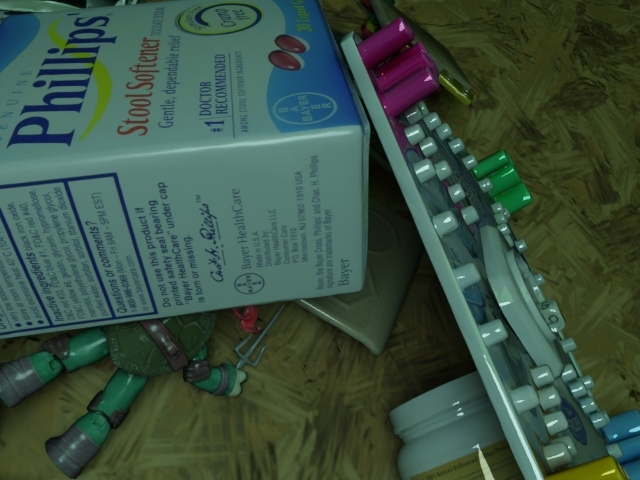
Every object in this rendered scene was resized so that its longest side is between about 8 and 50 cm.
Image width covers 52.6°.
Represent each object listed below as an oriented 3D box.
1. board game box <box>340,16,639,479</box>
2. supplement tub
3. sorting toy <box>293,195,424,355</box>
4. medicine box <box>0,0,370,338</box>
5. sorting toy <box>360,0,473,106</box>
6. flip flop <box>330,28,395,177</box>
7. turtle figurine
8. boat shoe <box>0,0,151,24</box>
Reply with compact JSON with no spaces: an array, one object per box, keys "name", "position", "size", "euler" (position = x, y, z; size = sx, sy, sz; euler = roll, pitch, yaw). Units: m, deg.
[{"name":"board game box","position":[0.181,0.045,0.550],"size":[0.390,0.050,0.390],"euler":[19,47,-60]},{"name":"supplement tub","position":[0.152,0.219,0.548],"size":[0.144,0.144,0.200],"euler":[-14,69,-23]},{"name":"sorting toy","position":[0.000,0.000,0.659],"size":[0.208,0.038,0.193],"euler":[34,41,-2]},{"name":"medicine box","position":[-0.125,-0.080,0.535],"size":[0.289,0.149,0.264],"euler":[-7,40,-5]},{"name":"sorting toy","position":[0.112,-0.229,0.796],"size":[0.132,0.046,0.275],"euler":[29,28,-23]},{"name":"flip flop","position":[0.061,-0.129,0.749],"size":[0.277,0.080,0.112],"euler":[42,52,-10]},{"name":"turtle figurine","position":[-0.147,0.078,0.554],"size":[0.234,0.118,0.175],"euler":[-38,79,-24]},{"name":"boat shoe","position":[-0.234,-0.220,0.686],"size":[0.319,0.099,0.116],"euler":[2,62,-16]}]
